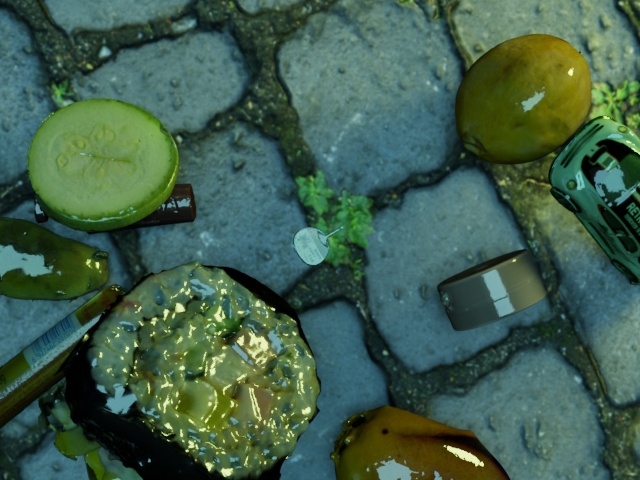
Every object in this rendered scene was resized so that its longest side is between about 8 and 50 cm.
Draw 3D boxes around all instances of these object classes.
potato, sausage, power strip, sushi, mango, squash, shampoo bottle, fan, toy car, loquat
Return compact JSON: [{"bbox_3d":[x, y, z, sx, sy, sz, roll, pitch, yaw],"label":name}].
[{"bbox_3d":[-0.427,0.032,1.434,0.225,0.090,0.117,12,83,-10],"label":"potato"},{"bbox_3d":[-0.416,0.183,1.443,0.371,0.082,0.082,-38,92,-3],"label":"sausage"},{"bbox_3d":[0.252,0.075,1.436,0.154,0.154,0.078,-23,91,-2],"label":"power strip"},{"bbox_3d":[-0.198,0.221,1.371,0.328,0.285,0.329,34,50,-8],"label":"sushi"},{"bbox_3d":[0.151,0.360,1.435,0.287,0.152,0.201,26,80,-5],"label":"mango"},{"bbox_3d":[-0.319,-0.117,1.419,0.219,0.041,0.219,2,64,-3],"label":"squash"},{"bbox_3d":[-0.308,-0.051,1.450,0.236,0.067,0.068,-5,77,-2],"label":"shampoo bottle"},{"bbox_3d":[-0.009,-0.002,1.497,0.060,0.003,0.080,31,89,-3],"label":"fan"},{"bbox_3d":[0.466,-0.043,1.421,0.136,0.125,0.306,-47,117,-2],"label":"toy car"},{"bbox_3d":[0.299,-0.211,1.423,0.234,0.187,0.176,-39,125,-11],"label":"loquat"}]
